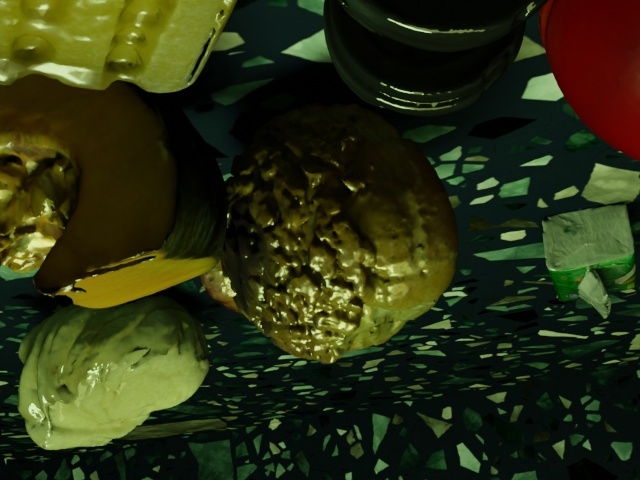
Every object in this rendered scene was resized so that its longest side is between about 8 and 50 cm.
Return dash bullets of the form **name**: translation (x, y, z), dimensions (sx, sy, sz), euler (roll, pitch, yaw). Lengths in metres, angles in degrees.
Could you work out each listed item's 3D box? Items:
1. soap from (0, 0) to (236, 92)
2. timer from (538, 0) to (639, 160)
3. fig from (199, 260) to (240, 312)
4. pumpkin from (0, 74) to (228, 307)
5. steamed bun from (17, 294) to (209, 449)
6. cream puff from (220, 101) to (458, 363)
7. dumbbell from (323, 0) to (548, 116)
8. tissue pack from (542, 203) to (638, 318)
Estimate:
- **soap**: translation (-0.194, -0.252, 0.654), dimensions (0.293, 0.156, 0.335), euler (0, 159, -22)
- **timer**: translation (0.371, -0.206, 0.729), dimensions (0.377, 0.279, 0.378), euler (-2, 161, -1)
- **fig**: translation (-0.069, 0.002, 1.400), dimensions (0.257, 0.159, 0.159), euler (-34, 151, 14)
- **pumpkin**: translation (-0.253, -0.064, 0.972), dimensions (0.256, 0.303, 0.225), euler (-46, 170, -10)
- **steamed bun**: translation (-0.411, 0.238, 1.748), dimensions (0.372, 0.230, 0.325), euler (-33, 144, -9)
- **cream puff**: translation (0.000, 0.000, 1.092), dimensions (0.231, 0.327, 0.343), euler (-16, -160, -26)
- **dumbbell**: translation (0.088, -0.208, 0.692), dimensions (0.185, 0.185, 0.388), euler (-6, 177, 3)
- **tissue pack**: translation (0.483, 0.050, 1.584), dimensions (0.147, 0.156, 0.209), euler (-9, 160, 17)
